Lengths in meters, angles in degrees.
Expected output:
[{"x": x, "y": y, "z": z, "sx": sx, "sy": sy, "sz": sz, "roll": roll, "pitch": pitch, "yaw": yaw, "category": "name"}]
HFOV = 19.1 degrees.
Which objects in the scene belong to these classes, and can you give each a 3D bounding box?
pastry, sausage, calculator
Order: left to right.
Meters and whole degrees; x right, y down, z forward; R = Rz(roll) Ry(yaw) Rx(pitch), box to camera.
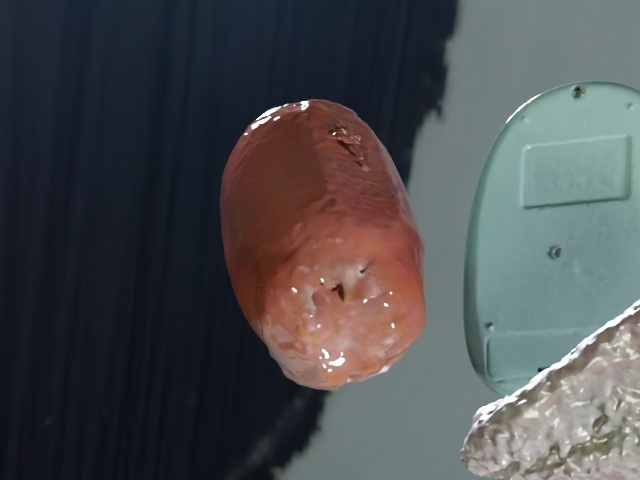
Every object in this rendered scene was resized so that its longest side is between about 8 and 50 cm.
[{"x": 0.000, "y": 0.000, "z": 1.457, "sx": 0.152, "sy": 0.152, "sz": 0.279, "roll": 2, "pitch": 34, "yaw": -11, "category": "sausage"}, {"x": 0.190, "y": 0.023, "z": 1.392, "sx": 0.184, "sy": 0.295, "sz": 0.042, "roll": -6, "pitch": -18, "yaw": 26, "category": "calculator"}, {"x": 0.192, "y": 0.054, "z": 0.959, "sx": 0.112, "sy": 0.265, "sz": 0.103, "roll": 47, "pitch": 24, "yaw": 11, "category": "pastry"}]
